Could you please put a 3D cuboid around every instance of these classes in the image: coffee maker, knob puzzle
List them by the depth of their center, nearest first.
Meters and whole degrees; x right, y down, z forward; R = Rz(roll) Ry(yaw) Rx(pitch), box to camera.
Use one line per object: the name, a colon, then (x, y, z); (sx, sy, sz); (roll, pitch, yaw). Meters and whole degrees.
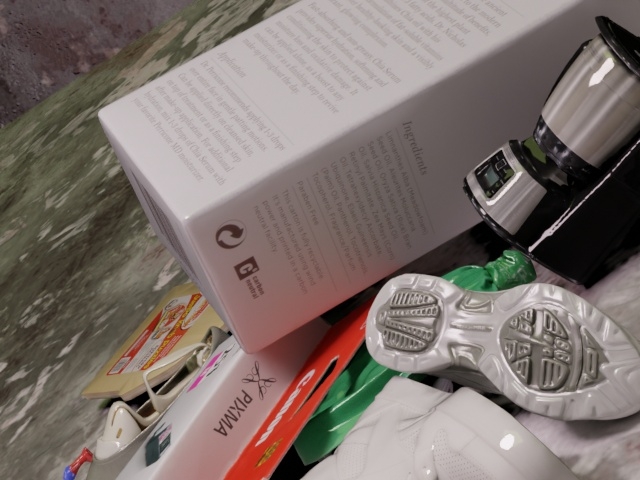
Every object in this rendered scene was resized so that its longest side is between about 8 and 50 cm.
coffee maker: (0.228, -0.056, 1.392); (0.178, 0.171, 0.120); (-50, 7, 21)
knob puzzle: (-0.143, 0.103, 1.856); (0.213, 0.030, 0.213); (-34, 19, 13)

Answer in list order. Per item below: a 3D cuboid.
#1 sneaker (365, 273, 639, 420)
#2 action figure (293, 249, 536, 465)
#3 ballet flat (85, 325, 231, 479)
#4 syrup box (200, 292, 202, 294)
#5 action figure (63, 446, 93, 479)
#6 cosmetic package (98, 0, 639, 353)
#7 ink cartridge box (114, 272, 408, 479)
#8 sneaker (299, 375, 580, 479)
sneaker: (0.152, 0.077, 1.285); (0.232, 0.115, 0.090); (16, 88, 41)
action figure: (0.078, 0.089, 1.425); (0.232, 0.063, 0.137); (-41, 18, 9)
ballet flat: (-0.163, 0.163, 1.697); (0.213, 0.068, 0.072); (-42, 19, -7)
syrup box: (0.000, 0.000, 1.729); (0.237, 0.093, 0.096); (-35, 20, 11)
action figure: (-0.259, 0.254, 1.732); (0.115, 0.030, 0.038); (-46, 14, -4)
cosmetic package: (0.062, -0.118, 1.565); (0.453, 0.161, 0.230); (-30, 37, -8)
ink cartridge box: (-0.067, 0.139, 1.494); (0.239, 0.060, 0.275); (-40, 9, 45)
sneaker: (0.061, 0.186, 1.199); (0.169, 0.108, 0.292); (-45, 10, -12)
